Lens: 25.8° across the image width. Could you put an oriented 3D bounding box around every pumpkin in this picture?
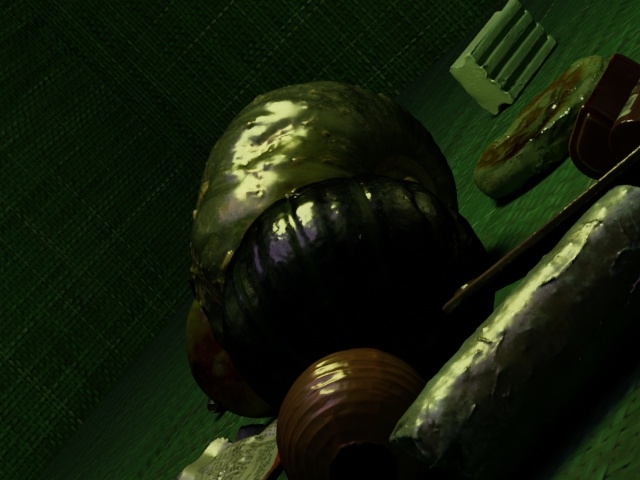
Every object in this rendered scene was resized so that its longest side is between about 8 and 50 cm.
[{"bbox_3d":[0.033,0.048,1.246,0.250,0.250,0.216,-43,33,17],"label":"pumpkin"},{"bbox_3d":[0.000,0.000,1.494,0.257,0.291,0.327,-35,26,43],"label":"pumpkin"}]

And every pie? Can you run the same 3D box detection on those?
[{"bbox_3d":[0.280,-0.141,1.740,0.240,0.054,0.240,-46,7,7],"label":"pie"}]

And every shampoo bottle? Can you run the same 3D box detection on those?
[{"bbox_3d":[0.345,-0.149,1.357,0.068,0.067,0.236,-24,19,45],"label":"shampoo bottle"}]

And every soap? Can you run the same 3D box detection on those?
[{"bbox_3d":[0.306,-0.308,2.329,0.063,0.114,0.198,-37,10,48],"label":"soap"}]

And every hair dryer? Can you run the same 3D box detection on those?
[{"bbox_3d":[-0.128,0.229,2.103,0.083,0.031,0.079,-26,5,24],"label":"hair dryer"}]

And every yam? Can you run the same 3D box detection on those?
[{"bbox_3d":[0.164,0.073,0.989,0.259,0.093,0.093,-46,7,-9],"label":"yam"}]

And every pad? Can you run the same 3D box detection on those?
[{"bbox_3d":[0.247,-0.046,1.138,0.284,0.018,0.286,-42,-10,26],"label":"pad"}]

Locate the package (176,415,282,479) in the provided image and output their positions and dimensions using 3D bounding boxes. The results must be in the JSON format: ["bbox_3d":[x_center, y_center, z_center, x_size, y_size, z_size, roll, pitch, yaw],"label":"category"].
[{"bbox_3d":[-0.097,0.267,1.623,0.232,0.040,0.166,-27,19,44],"label":"package"}]

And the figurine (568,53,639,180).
[{"bbox_3d":[0.305,-0.119,1.428,0.154,0.082,0.098,-52,-10,-48],"label":"figurine"}]

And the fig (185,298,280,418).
[{"bbox_3d":[-0.071,0.130,1.702,0.181,0.181,0.191,-47,-27,-19],"label":"fig"}]

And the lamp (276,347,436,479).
[{"bbox_3d":[0.031,0.152,1.106,0.136,0.136,0.136,-44,7,7],"label":"lamp"}]
